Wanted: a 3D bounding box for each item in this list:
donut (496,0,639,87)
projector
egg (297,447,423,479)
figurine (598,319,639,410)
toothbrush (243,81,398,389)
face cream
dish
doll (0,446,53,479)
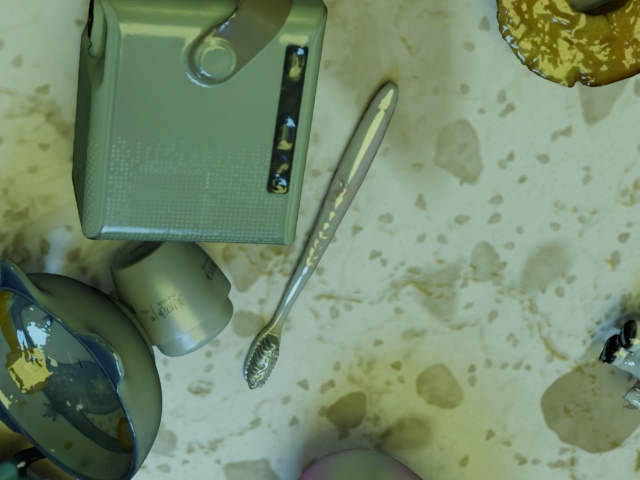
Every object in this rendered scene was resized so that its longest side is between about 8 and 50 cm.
[{"bbox_3d":[0.226,-0.214,1.499,0.178,0.065,0.162,-12,112,-6],"label":"donut"},{"bbox_3d":[-0.099,-0.125,1.411,0.177,0.163,0.243,2,119,-15],"label":"projector"},{"bbox_3d":[0.055,0.316,1.638,0.196,0.196,0.271,-6,107,-10],"label":"egg"},{"bbox_3d":[0.372,0.126,1.670,0.229,0.112,0.137,19,137,-14],"label":"figurine"},{"bbox_3d":[0.000,0.000,1.565,0.025,0.029,0.307,20,109,-17],"label":"toothbrush"},{"bbox_3d":[-0.126,0.043,1.522,0.091,0.091,0.095,-32,110,3],"label":"face cream"},{"bbox_3d":[-0.202,0.090,1.496,0.086,0.236,0.228,-39,119,-35],"label":"dish"},{"bbox_3d":[-0.351,0.237,1.535,0.314,0.141,0.177,18,85,-28],"label":"doll"}]
